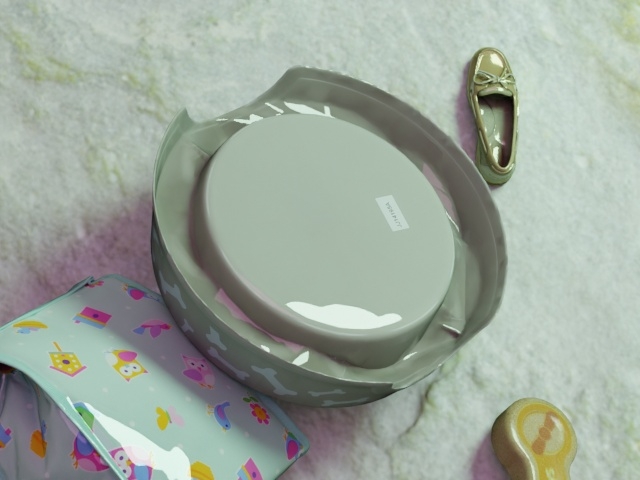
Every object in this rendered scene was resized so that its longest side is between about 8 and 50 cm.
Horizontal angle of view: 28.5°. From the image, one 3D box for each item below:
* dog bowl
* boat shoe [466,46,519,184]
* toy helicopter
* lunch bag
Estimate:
[{"bbox_3d":[0.000,0.000,1.185,0.348,0.102,0.349,12,54,-17],"label":"dog bowl"},{"bbox_3d":[0.185,-0.137,1.324,0.056,0.048,0.153,4,74,-4],"label":"boat shoe"},{"bbox_3d":[0.199,0.303,1.142,0.234,0.140,0.355,9,51,-17],"label":"toy helicopter"},{"bbox_3d":[-0.179,0.161,1.113,0.262,0.160,0.223,48,34,6],"label":"lunch bag"}]
